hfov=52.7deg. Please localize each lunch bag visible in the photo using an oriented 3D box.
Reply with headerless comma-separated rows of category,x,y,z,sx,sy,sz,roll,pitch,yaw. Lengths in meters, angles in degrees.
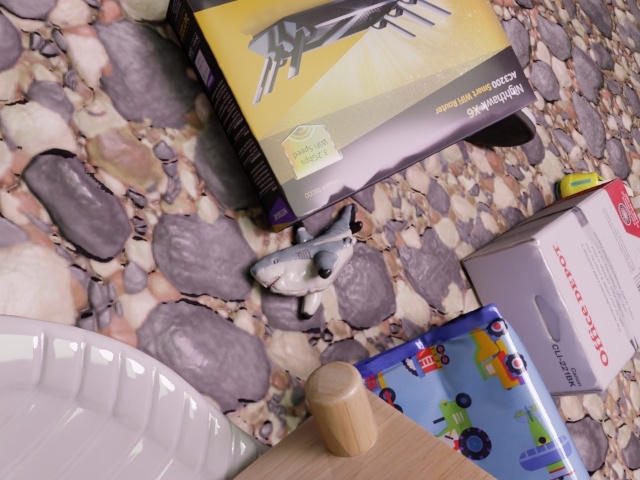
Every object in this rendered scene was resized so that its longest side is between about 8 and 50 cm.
lunch bag,0.170,0.179,0.623,0.221,0.138,0.293,67,17,11

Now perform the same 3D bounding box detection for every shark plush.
shark plush,0.000,0.000,0.642,0.067,0.073,0.161,31,55,10

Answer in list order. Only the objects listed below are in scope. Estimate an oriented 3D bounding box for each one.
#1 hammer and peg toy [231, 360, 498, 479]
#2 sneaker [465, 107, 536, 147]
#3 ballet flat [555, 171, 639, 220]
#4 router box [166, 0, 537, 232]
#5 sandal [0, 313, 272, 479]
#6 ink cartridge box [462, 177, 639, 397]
hammer and peg toy,-0.028,0.237,0.292,0.361,0.265,0.128,-34,125,-26
sneaker,0.174,-0.251,0.838,0.295,0.123,0.179,24,69,-29
ballet flat,0.471,-0.059,1.030,0.230,0.077,0.077,15,64,-35
router box,0.038,-0.183,0.656,0.308,0.081,0.243,-28,92,-21
sandal,-0.105,0.191,0.457,0.416,0.102,0.170,36,71,-27
ink cartridge box,0.334,0.056,0.849,0.272,0.114,0.197,-24,90,-43
